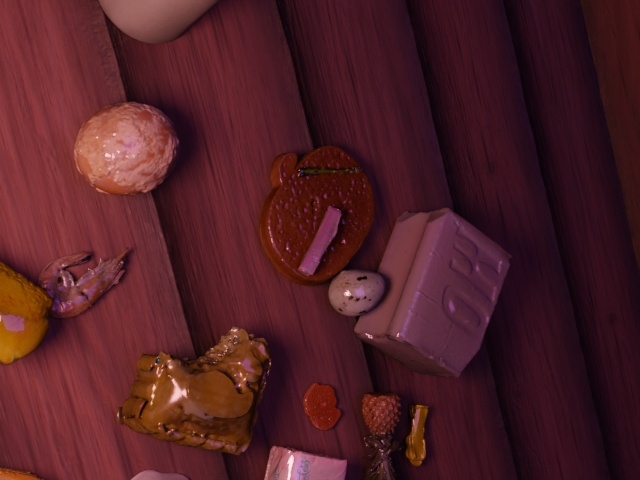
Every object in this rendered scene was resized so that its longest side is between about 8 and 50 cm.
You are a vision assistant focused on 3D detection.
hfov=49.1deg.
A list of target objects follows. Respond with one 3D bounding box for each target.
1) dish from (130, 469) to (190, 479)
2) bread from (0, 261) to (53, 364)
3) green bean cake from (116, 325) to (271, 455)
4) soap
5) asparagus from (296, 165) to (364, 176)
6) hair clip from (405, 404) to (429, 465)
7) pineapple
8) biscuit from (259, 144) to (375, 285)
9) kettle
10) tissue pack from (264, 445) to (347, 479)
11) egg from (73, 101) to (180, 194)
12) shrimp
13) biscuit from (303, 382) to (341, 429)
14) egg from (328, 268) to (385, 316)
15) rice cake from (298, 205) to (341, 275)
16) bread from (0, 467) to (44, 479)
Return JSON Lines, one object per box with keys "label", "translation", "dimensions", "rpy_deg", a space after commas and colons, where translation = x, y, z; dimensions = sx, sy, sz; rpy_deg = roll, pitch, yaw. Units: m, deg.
{"label": "dish", "translation": [-0.355, 0.625, 1.547], "dimensions": [0.229, 0.081, 0.230], "rpy_deg": [5, 81, -36]}
{"label": "bread", "translation": [-0.677, 0.074, 1.297], "dimensions": [0.383, 0.112, 0.166], "rpy_deg": [35, 44, -14]}
{"label": "green bean cake", "translation": [-0.262, 0.320, 1.577], "dimensions": [0.310, 0.202, 0.285], "rpy_deg": [23, 70, -33]}
{"label": "soap", "translation": [0.333, 0.159, 2.034], "dimensions": [0.350, 0.213, 0.435], "rpy_deg": [38, 65, -28]}
{"label": "asparagus", "translation": [0.034, -0.187, 1.885], "dimensions": [0.232, 0.023, 0.022], "rpy_deg": [-7, 131, -37]}
{"label": "hair clip", "translation": [0.279, 0.568, 2.046], "dimensions": [0.072, 0.046, 0.173], "rpy_deg": [11, 77, -32]}
{"label": "pineapple", "translation": [0.166, 0.558, 1.923], "dimensions": [0.130, 0.119, 0.277], "rpy_deg": [1, 86, -55]}
{"label": "biscuit", "translation": [-0.017, -0.083, 1.886], "dimensions": [0.394, 0.070, 0.350], "rpy_deg": [-45, 109, -32]}
{"label": "kettle", "translation": [-0.341, -0.648, 1.516], "dimensions": [0.361, 0.376, 0.250], "rpy_deg": [50, 59, -22]}
{"label": "tissue pack", "translation": [-0.050, 0.664, 1.745], "dimensions": [0.201, 0.124, 0.271], "rpy_deg": [23, 71, -36]}
{"label": "egg", "translation": [-0.416, -0.200, 1.526], "dimensions": [0.245, 0.203, 0.203], "rpy_deg": [-28, 102, -46]}
{"label": "shrimp", "translation": [-0.513, 0.073, 1.519], "dimensions": [0.223, 0.047, 0.126], "rpy_deg": [-44, 100, -30]}
{"label": "biscuit", "translation": [0.002, 0.442, 1.871], "dimensions": [0.102, 0.019, 0.130], "rpy_deg": [-31, 104, -34]}
{"label": "egg", "translation": [0.099, 0.135, 1.906], "dimensions": [0.164, 0.131, 0.131], "rpy_deg": [-26, 100, -26]}
{"label": "rice cake", "translation": [0.000, 0.000, 1.819], "dimensions": [0.047, 0.036, 0.207], "rpy_deg": [38, 64, -21]}
{"label": "bread", "translation": [-0.623, 0.511, 1.346], "dimensions": [0.236, 0.106, 0.140], "rpy_deg": [20, 71, -34]}
